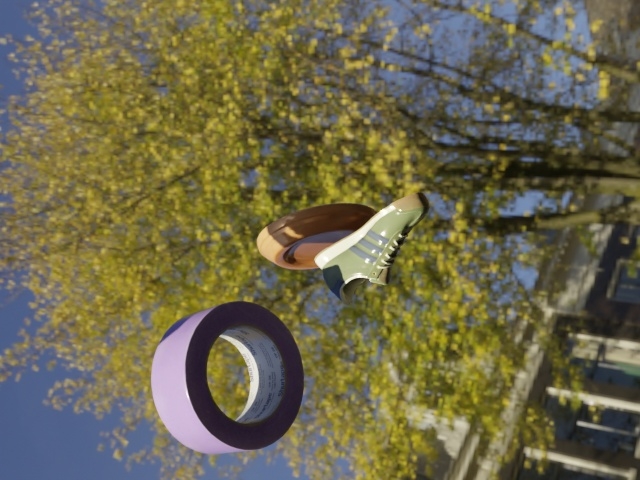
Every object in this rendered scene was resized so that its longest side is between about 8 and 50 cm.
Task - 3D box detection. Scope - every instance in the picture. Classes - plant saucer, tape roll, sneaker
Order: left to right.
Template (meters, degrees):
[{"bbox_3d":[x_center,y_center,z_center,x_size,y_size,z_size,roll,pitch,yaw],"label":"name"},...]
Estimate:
[{"bbox_3d":[-0.117,0.177,1.144,0.189,0.080,0.189,16,-114,-38],"label":"tape roll"},{"bbox_3d":[0.000,0.000,1.407,0.200,0.200,0.037,22,-130,-55],"label":"plant saucer"},{"bbox_3d":[0.083,0.019,1.216,0.064,0.192,0.086,8,-127,-56],"label":"sneaker"}]
